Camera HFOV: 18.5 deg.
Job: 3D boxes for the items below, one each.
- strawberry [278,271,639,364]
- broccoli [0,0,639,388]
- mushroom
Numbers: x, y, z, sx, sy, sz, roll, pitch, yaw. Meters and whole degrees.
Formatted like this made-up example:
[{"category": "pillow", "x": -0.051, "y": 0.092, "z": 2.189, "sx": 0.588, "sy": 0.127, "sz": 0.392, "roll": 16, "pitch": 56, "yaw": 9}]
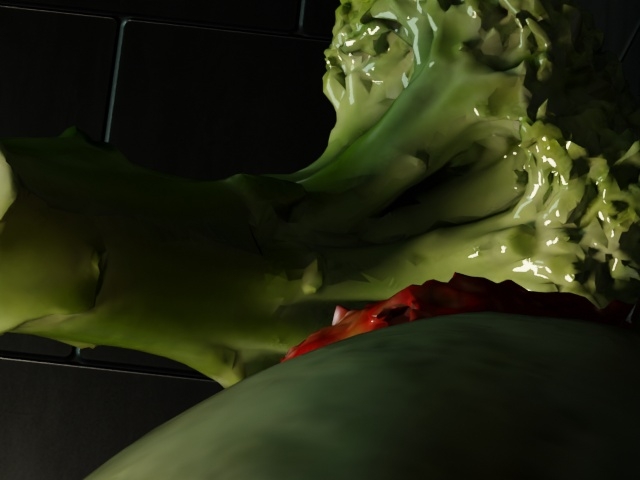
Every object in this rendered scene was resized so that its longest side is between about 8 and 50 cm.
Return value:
[{"category": "strawberry", "x": 0.043, "y": 0.151, "z": 0.744, "sx": 0.288, "sy": 0.238, "sz": 0.250, "roll": -34, "pitch": 35, "yaw": 58}, {"category": "broccoli", "x": 0.006, "y": -0.022, "z": 0.988, "sx": 0.275, "sy": 0.397, "sz": 0.353, "roll": -53, "pitch": 15, "yaw": 36}, {"category": "mushroom", "x": 0.036, "y": 0.184, "z": 0.428, "sx": 0.352, "sy": 0.260, "sz": 0.352, "roll": -29, "pitch": -57, "yaw": -58}]
